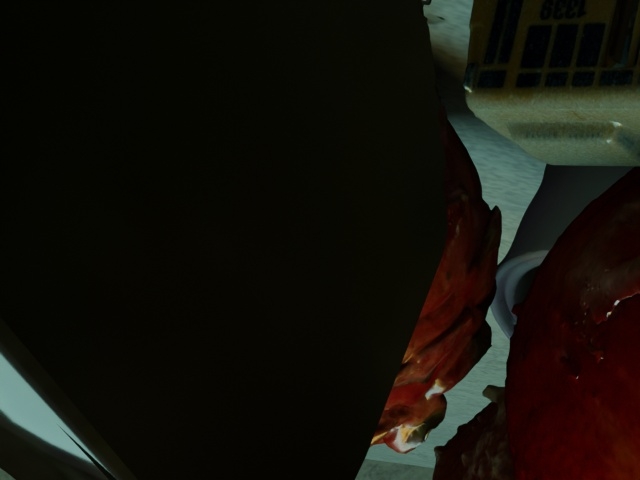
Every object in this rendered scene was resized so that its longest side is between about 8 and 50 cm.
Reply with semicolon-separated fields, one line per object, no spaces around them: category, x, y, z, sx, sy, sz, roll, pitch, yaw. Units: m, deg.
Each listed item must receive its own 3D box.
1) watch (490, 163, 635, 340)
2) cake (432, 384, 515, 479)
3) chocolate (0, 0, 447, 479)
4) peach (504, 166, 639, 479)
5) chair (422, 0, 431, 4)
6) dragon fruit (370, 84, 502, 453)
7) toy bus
watch;0.212;0.026;1.276;0.217;0.211;0.248;44;151;-27
cake;0.192;0.193;1.187;0.283;0.177;0.151;36;143;-5
chocolate;-0.144;-0.045;0.772;0.297;0.326;0.314;-15;129;34
peach;0.278;0.076;0.994;0.370;0.370;0.370;12;168;3
chair;-0.094;-0.103;1.010;0.270;0.147;0.136;7;168;18
dragon fruit;-0.001;0.010;1.189;0.241;0.241;0.252;2;143;42
toy bus;0.157;-0.087;0.912;0.182;0.103;0.091;3;164;41
